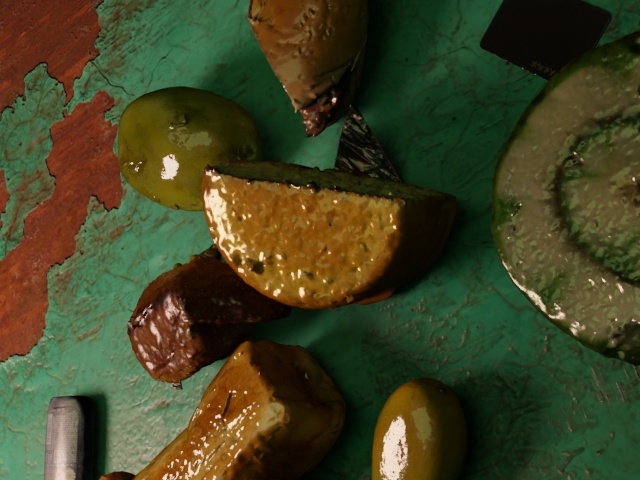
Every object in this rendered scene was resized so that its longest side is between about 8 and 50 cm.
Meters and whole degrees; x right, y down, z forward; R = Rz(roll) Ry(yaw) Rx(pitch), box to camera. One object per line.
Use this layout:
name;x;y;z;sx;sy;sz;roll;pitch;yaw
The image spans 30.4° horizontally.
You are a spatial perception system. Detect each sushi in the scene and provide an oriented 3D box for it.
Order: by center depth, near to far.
sushi;-0.174;0.103;1.688;0.167;0.179;0.296;58;142;7

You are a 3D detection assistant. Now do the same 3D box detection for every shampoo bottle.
shampoo bottle;-0.395;0.362;1.843;0.087;0.049;0.233;-9;74;31

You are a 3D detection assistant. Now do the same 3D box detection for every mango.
mango;0.119;0.270;1.484;0.130;0.092;0.194;30;101;34

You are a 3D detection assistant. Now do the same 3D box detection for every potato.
potato;-0.204;-0.138;1.767;0.253;0.148;0.186;-3;75;35

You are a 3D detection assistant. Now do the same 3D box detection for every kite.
kite;0.039;-0.071;1.634;0.189;0.009;0.232;18;111;17

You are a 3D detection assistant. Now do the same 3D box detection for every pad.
pad;0.292;-0.275;1.545;0.157;0.003;0.112;34;99;35

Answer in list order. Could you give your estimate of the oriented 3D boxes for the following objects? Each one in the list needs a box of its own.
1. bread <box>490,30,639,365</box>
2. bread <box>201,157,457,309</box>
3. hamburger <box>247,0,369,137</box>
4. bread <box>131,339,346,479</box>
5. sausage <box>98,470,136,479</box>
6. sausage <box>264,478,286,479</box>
bread;0.379;-0.046;1.354;0.366;0.129;0.382;-2;79;34
bread;0.000;0.000;1.552;0.340;0.194;0.179;11;99;19
hamburger;-0.008;-0.317;1.677;0.245;0.155;0.282;-44;63;10
bread;-0.117;0.301;1.608;0.344;0.149;0.195;-51;42;15
sausage;-0.255;0.457;1.693;0.105;0.105;0.274;-41;59;21
sausage;-0.069;0.443;1.517;0.123;0.123;0.253;27;123;36
